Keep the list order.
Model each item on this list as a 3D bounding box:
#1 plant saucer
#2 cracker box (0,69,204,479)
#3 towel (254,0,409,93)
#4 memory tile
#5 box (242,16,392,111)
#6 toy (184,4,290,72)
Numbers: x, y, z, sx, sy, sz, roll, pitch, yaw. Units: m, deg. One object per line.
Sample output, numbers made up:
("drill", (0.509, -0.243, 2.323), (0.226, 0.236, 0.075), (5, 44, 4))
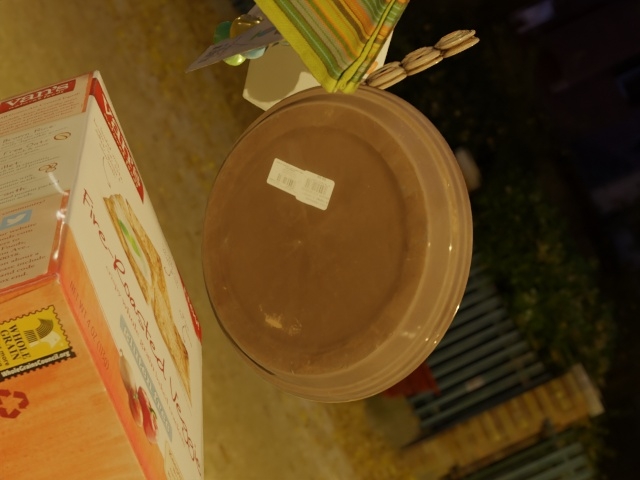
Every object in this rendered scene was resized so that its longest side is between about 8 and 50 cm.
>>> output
("plant saucer", (0.000, 0.000, 1.189), (0.041, 0.278, 0.278), (7, 53, -55))
("cracker box", (-0.104, 0.038, 0.606), (0.232, 0.067, 0.155), (-103, 175, -64))
("towel", (0.034, -0.196, 0.712), (0.021, 0.237, 0.102), (-10, 51, -45))
("memory tile", (0.077, -0.163, 1.308), (0.113, 0.148, 0.012), (-83, 148, -78))
("box", (0.006, -0.217, 1.430), (0.091, 0.130, 0.170), (32, -51, 20))
("toy", (0.002, -0.190, 1.232), (0.137, 0.237, 0.056), (-49, 121, -38))
